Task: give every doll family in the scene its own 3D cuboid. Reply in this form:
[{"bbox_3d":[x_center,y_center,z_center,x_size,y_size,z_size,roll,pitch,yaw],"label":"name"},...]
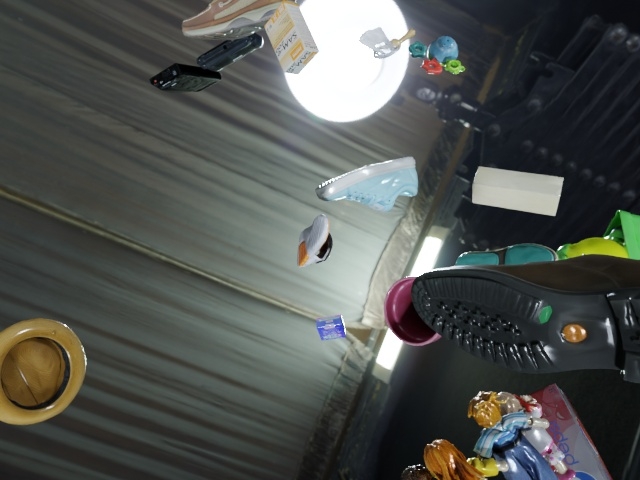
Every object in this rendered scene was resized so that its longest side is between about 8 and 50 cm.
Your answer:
[{"bbox_3d":[0.221,0.286,0.615,0.263,0.163,0.118,-30,169,-21],"label":"doll family"}]

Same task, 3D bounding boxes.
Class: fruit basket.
[{"bbox_3d":[0.927,0.101,1.545,0.283,0.392,0.392,63,41,-57],"label":"fruit basket"}]

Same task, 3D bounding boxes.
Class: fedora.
[{"bbox_3d":[-0.541,0.239,0.908,0.079,0.194,0.194,0,-118,42],"label":"fedora"}]

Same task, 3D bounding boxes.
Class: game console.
[{"bbox_3d":[-0.330,-0.536,1.485,0.361,0.044,0.213,-18,-175,26],"label":"game console"}]

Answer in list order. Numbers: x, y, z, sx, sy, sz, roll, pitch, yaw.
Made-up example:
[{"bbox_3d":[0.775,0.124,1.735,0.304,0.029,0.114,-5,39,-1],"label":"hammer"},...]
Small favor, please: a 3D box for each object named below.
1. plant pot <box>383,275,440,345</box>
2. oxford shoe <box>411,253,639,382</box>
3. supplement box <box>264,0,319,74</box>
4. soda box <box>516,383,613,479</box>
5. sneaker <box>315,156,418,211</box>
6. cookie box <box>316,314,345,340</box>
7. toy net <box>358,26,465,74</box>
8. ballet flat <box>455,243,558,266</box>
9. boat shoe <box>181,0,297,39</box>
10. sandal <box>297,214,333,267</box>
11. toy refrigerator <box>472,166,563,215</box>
[{"bbox_3d":[0.320,0.206,1.482,0.180,0.201,0.201,3,120,-53],"label":"plant pot"},{"bbox_3d":[0.184,0.051,0.386,0.096,0.227,0.083,-34,120,-48],"label":"oxford shoe"},{"bbox_3d":[-0.049,-0.338,0.816,0.062,0.036,0.098,-35,-107,42],"label":"supplement box"},{"bbox_3d":[0.417,0.378,0.794,0.083,0.092,0.263,-33,-142,21],"label":"soda box"},{"bbox_3d":[0.162,-0.151,1.490,0.135,0.366,0.150,-12,-84,65],"label":"sneaker"},{"bbox_3d":[0.038,0.310,1.732,0.107,0.092,0.040,75,8,-53],"label":"cookie box"},{"bbox_3d":[0.197,-0.410,1.077,0.045,0.232,0.122,104,-12,-68],"label":"toy net"},{"bbox_3d":[0.435,0.057,1.130,0.248,0.086,0.086,-3,-120,49],"label":"ballet flat"},{"bbox_3d":[-0.204,-0.576,1.212,0.123,0.324,0.116,-38,121,-65],"label":"boat shoe"},{"bbox_3d":[-0.001,0.010,1.253,0.265,0.076,0.102,139,-42,-68],"label":"sandal"},{"bbox_3d":[0.658,-0.171,1.642,0.094,0.269,0.102,-64,152,-29],"label":"toy refrigerator"}]
